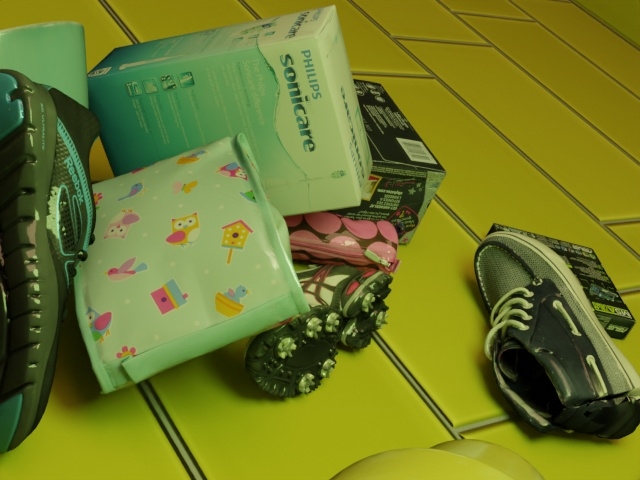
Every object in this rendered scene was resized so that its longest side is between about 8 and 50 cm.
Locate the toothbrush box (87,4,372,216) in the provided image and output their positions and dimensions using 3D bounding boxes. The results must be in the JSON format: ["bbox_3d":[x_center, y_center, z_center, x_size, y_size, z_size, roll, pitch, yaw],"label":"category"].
[{"bbox_3d":[-0.106,-0.141,1.182,0.296,0.216,0.126,-8,28,17],"label":"toothbrush box"}]

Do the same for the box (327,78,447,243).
[{"bbox_3d":[0.047,-0.123,1.449,0.163,0.142,0.247,5,37,-30],"label":"box"}]

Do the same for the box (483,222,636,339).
[{"bbox_3d":[0.357,0.060,1.475,0.191,0.045,0.184,13,35,-19],"label":"box"}]

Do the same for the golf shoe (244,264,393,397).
[{"bbox_3d":[-0.023,0.097,1.136,0.120,0.105,0.273,19,22,26],"label":"golf shoe"}]

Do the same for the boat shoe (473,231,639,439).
[{"bbox_3d":[0.266,0.106,1.259,0.158,0.127,0.340,7,35,-38],"label":"boat shoe"}]

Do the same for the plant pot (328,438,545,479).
[{"bbox_3d":[0.104,0.280,0.811,0.254,0.254,0.239,32,16,13],"label":"plant pot"}]

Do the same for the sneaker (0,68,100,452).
[{"bbox_3d":[-0.260,0.022,0.901,0.125,0.340,0.140,4,-3,26],"label":"sneaker"}]

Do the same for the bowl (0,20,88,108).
[{"bbox_3d":[-0.375,-0.105,1.045,0.311,0.311,0.163,-31,104,-53],"label":"bowl"}]

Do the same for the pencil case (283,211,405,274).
[{"bbox_3d":[0.000,0.000,1.279,0.209,0.095,0.098,8,29,-19],"label":"pencil case"}]

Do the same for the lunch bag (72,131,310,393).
[{"bbox_3d":[-0.136,0.032,1.006,0.223,0.160,0.262,-21,38,-2],"label":"lunch bag"}]
